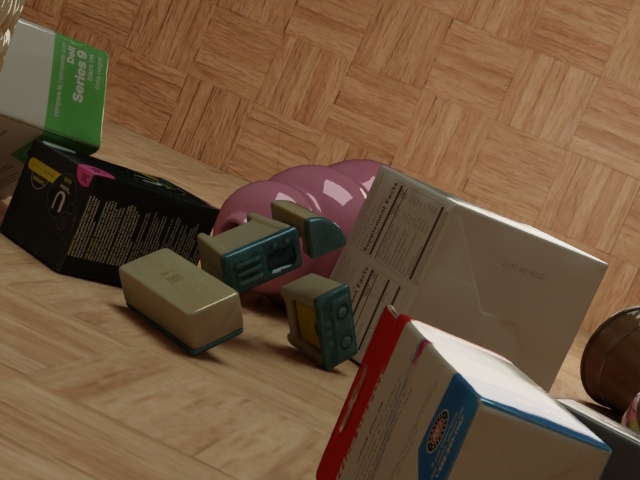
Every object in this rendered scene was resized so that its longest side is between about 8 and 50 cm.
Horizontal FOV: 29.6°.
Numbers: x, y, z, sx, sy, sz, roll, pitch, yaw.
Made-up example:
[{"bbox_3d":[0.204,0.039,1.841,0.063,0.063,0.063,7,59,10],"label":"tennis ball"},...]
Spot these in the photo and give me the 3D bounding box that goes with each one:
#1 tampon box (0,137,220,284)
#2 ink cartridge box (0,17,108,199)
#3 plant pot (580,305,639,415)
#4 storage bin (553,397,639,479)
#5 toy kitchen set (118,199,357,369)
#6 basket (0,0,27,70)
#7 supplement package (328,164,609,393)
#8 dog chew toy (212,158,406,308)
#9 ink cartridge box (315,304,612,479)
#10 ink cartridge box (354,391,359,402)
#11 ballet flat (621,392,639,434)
[{"bbox_3d":[-0.208,-0.021,1.197,0.120,0.101,0.161,27,7,43],"label":"tampon box"},{"bbox_3d":[-0.394,-0.157,1.222,0.289,0.121,0.211,19,-25,-39],"label":"ink cartridge box"},{"bbox_3d":[0.476,0.200,1.691,0.167,0.167,0.165,21,14,-24],"label":"plant pot"},{"bbox_3d":[0.225,0.191,0.985,0.135,0.091,0.098,27,6,30],"label":"storage bin"},{"bbox_3d":[-0.054,0.077,1.116,0.207,0.166,0.122,-24,32,-29],"label":"toy kitchen set"},{"bbox_3d":[-0.391,-0.185,0.857,0.331,0.328,0.266,23,3,-1],"label":"basket"},{"bbox_3d":[0.158,0.063,1.371,0.262,0.204,0.145,19,9,-37],"label":"supplement package"},{"bbox_3d":[0.000,0.000,1.452,0.207,0.206,0.332,27,15,33],"label":"dog chew toy"},{"bbox_3d":[0.067,0.128,0.689,0.078,0.134,0.231,21,6,-11],"label":"ink cartridge box"},{"bbox_3d":[0.096,0.159,0.898,0.109,0.063,0.150,28,8,42],"label":"ink cartridge box"},{"bbox_3d":[0.435,0.243,1.544,0.221,0.076,0.079,25,-16,-40],"label":"ballet flat"}]
